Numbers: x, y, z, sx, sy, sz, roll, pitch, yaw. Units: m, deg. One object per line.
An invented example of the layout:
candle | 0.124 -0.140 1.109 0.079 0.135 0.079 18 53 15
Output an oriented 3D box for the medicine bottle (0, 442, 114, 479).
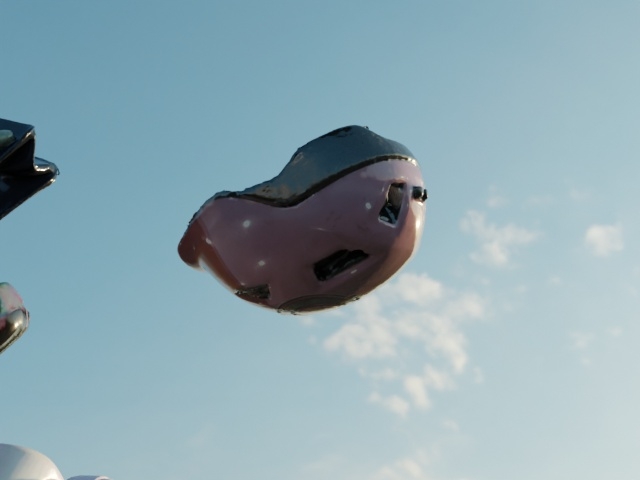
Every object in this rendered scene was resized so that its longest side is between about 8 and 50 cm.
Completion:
medicine bottle | -0.252 0.202 0.692 0.219 0.078 0.115 -3 -61 14

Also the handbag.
handbag | -0.608 -0.103 1.482 0.325 0.269 0.118 13 -43 34

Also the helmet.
helmet | 0.000 0.000 0.962 0.253 0.154 0.198 -44 -25 17

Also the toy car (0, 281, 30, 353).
toy car | -0.187 0.061 0.394 0.142 0.055 0.069 -30 2 -32
